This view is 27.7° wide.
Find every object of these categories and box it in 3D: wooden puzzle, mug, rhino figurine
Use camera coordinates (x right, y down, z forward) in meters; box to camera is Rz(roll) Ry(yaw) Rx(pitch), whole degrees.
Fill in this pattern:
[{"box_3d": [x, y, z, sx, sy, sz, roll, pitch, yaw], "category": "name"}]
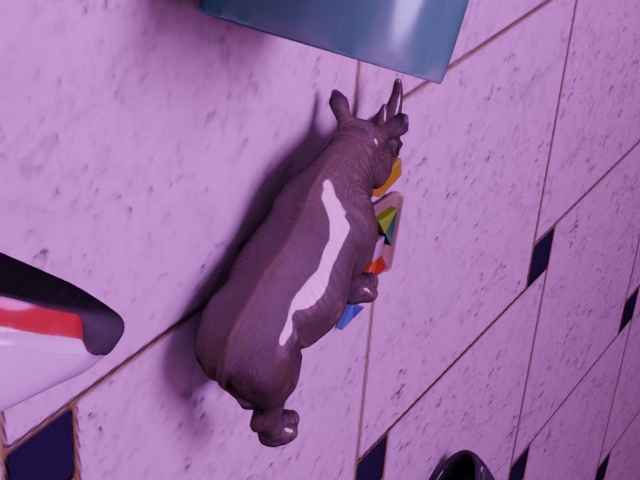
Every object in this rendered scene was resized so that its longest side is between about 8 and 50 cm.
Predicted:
[{"box_3d": [0.038, 0.004, 0.939, 0.078, 0.014, 0.116, -36, 140, -47], "category": "wooden puzzle"}, {"box_3d": [0.007, -0.143, 0.638, 0.157, 0.129, 0.097, 2, 107, -63], "category": "mug"}, {"box_3d": [0.000, 0.000, 0.799, 0.243, 0.073, 0.106, -62, 156, -17], "category": "rhino figurine"}]

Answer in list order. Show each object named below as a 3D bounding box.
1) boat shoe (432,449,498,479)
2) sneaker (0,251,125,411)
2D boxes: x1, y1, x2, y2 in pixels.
[{"box_3d": [0.098, 0.292, 1.212, 0.228, 0.080, 0.076, -49, 131, -28], "category": "boat shoe"}, {"box_3d": [-0.191, 0.071, 0.471, 0.270, 0.090, 0.145, 9, 103, -60], "category": "sneaker"}]
